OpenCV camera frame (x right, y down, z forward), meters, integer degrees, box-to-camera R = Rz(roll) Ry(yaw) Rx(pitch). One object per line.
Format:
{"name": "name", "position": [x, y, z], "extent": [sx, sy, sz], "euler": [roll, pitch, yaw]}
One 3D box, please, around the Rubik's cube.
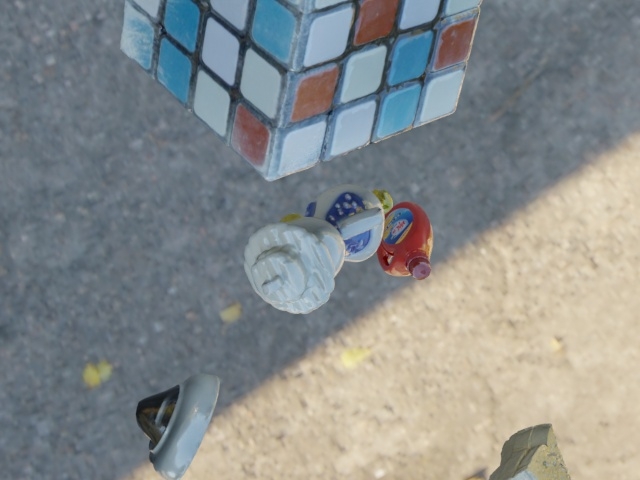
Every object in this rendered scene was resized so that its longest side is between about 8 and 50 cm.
{"name": "Rubik's cube", "position": [-0.014, -0.252, 1.315], "extent": [0.253, 0.259, 0.256], "euler": [-24, 140, -37]}

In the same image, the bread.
{"name": "bread", "position": [0.283, 0.317, 1.691], "extent": [0.077, 0.105, 0.152], "euler": [-33, 99, 38]}

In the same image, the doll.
{"name": "doll", "position": [0.000, 0.000, 1.671], "extent": [0.138, 0.293, 0.119], "euler": [-11, 107, 31]}

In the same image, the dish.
{"name": "dish", "position": [-0.185, 0.213, 1.646], "extent": [0.078, 0.141, 0.141], "euler": [24, 120, -12]}

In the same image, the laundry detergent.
{"name": "laundry detergent", "position": [0.119, 0.011, 1.910], "extent": [0.049, 0.165, 0.097], "euler": [32, 108, -20]}
